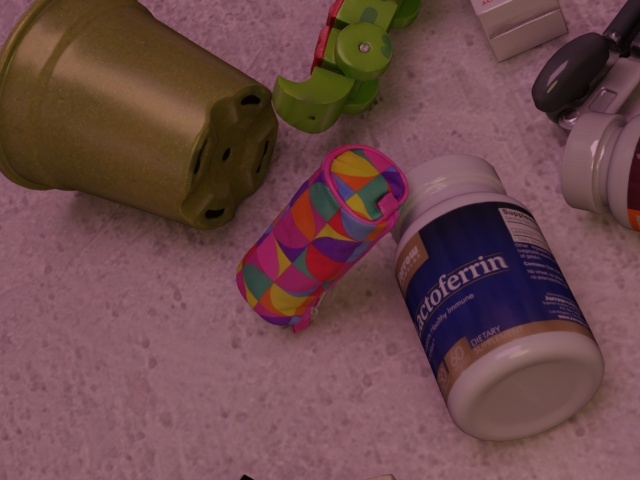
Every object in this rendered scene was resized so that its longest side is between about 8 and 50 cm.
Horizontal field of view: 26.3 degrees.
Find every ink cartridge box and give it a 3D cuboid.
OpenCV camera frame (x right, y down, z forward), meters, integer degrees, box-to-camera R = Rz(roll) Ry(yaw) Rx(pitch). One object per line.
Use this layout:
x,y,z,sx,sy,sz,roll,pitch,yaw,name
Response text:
0.217,-0.283,1.568,0.092,0.090,0.143,-23,53,11,ink cartridge box

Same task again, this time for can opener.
0.339,-0.225,1.477,0.074,0.093,0.280,29,69,38,can opener

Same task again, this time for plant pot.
-0.199,-0.139,1.587,0.253,0.276,0.276,26,72,24,plant pot

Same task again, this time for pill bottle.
0.159,0.049,1.334,0.153,0.153,0.265,-26,50,8,pill bottle
0.356,-0.060,1.332,0.221,0.121,0.121,13,65,32,pill bottle

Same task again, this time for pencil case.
0.000,0.000,1.400,0.236,0.104,0.104,128,149,-50,pencil case

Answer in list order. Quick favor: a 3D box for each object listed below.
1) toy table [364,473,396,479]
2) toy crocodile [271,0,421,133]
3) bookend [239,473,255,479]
0.084,0.341,1.170,0.252,0.161,0.274,-26,52,8,toy table
0.053,-0.264,1.597,0.105,0.115,0.341,26,68,2,toy crocodile
-0.098,0.296,1.343,0.157,0.072,0.156,22,69,36,bookend
